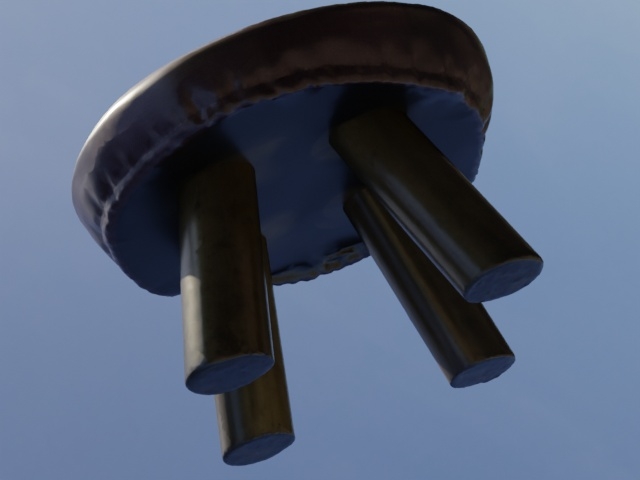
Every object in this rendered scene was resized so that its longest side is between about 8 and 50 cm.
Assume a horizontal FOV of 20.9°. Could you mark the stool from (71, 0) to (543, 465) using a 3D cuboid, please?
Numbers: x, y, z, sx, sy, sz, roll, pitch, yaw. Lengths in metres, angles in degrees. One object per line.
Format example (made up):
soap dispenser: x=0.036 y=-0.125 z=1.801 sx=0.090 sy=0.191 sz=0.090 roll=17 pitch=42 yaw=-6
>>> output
stool: x=0.000 y=0.000 z=1.044 sx=0.272 sy=0.272 sz=0.178 roll=13 pitch=-130 yaw=-53
